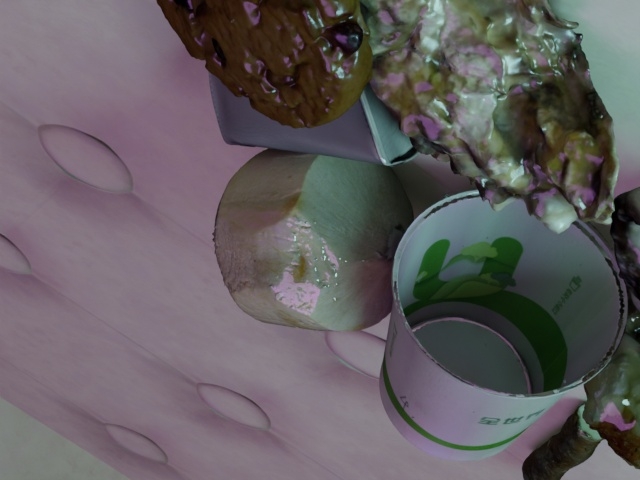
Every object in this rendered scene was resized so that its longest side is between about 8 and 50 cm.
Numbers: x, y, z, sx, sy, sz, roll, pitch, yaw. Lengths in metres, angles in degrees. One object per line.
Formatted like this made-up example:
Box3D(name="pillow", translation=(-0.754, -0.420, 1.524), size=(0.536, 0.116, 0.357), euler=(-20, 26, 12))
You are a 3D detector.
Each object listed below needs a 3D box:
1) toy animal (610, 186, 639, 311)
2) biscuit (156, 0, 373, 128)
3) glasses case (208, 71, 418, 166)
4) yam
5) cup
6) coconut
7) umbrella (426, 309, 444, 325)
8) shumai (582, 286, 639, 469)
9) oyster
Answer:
Box3D(name="toy animal", translation=(0.427, 0.092, 1.409), size=(0.344, 0.194, 0.302), euler=(54, 164, 18))
Box3D(name="biscuit", translation=(-0.072, -0.227, 1.391), size=(0.296, 0.075, 0.296), euler=(40, 153, 25))
Box3D(name="glasses case", translation=(-0.012, -0.151, 1.559), size=(0.308, 0.083, 0.128), euler=(14, 133, 53))
Box3D(name="yam", translation=(0.341, 0.292, 2.058), size=(0.061, 0.061, 0.253), euler=(27, 153, 2))
Box3D(name="cup", translation=(0.182, 0.114, 1.647), size=(0.253, 0.253, 0.274), euler=(25, 149, 6))
Box3D(name="coconut", translation=(0.000, -0.004, 1.680), size=(0.241, 0.241, 0.241), euler=(22, 153, 12))
Box3D(name="umbrella", translation=(0.166, 0.108, 1.893), size=(0.071, 0.080, 0.224), euler=(-16, 145, 7))
Box3D(name="shumai", translation=(0.371, 0.155, 1.633), size=(0.206, 0.175, 0.166), euler=(14, 136, 26))
Box3D(name="oyster", translation=(0.135, -0.148, 1.376), size=(0.351, 0.115, 0.238), euler=(50, 145, -16))
